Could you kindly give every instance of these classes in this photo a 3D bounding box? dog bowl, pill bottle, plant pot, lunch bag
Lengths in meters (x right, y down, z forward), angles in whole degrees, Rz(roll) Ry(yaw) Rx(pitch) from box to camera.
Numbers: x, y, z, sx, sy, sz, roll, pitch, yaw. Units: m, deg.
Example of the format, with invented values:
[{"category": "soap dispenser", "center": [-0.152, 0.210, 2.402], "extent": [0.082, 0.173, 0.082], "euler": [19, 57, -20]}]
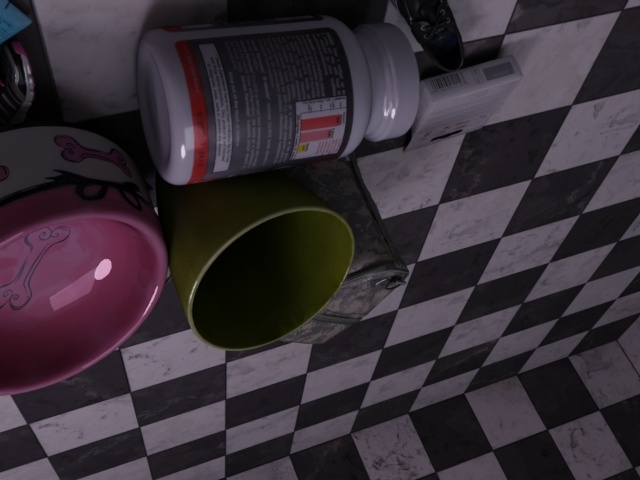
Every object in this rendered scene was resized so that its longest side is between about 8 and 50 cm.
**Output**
[{"category": "dog bowl", "center": [-0.391, 0.046, 1.069], "extent": [0.408, 0.150, 0.408], "euler": [-31, 149, -21]}, {"category": "pill bottle", "center": [-0.057, -0.205, 1.100], "extent": [0.363, 0.210, 0.210], "euler": [-11, 148, -22]}, {"category": "plant pot", "center": [-0.140, -0.029, 1.219], "extent": [0.275, 0.293, 0.274], "euler": [-23, 141, -21]}, {"category": "lunch bag", "center": [0.000, 0.000, 1.398], "extent": [0.256, 0.305, 0.213], "euler": [-34, 153, 22]}]

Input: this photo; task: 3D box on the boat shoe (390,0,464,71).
[{"category": "boat shoe", "center": [0.172, -0.333, 1.201], "extent": [0.080, 0.076, 0.228], "euler": [-30, 151, 8]}]

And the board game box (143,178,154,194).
[{"category": "board game box", "center": [-0.428, 0.039, 1.251], "extent": [0.346, 0.056, 0.208], "euler": [-54, 156, 19]}]

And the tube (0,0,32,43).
[{"category": "tube", "center": [-0.453, -0.226, 0.939], "extent": [0.207, 0.052, 0.080], "euler": [-33, 156, 8]}]

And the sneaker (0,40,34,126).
[{"category": "sneaker", "center": [-0.420, -0.187, 1.007], "extent": [0.075, 0.063, 0.170], "euler": [-9, 153, -37]}]

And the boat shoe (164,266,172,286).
[{"category": "boat shoe", "center": [-0.407, 0.090, 1.436], "extent": [0.324, 0.122, 0.120], "euler": [-43, 142, 14]}]

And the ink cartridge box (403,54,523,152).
[{"category": "ink cartridge box", "center": [0.249, -0.249, 1.448], "extent": [0.181, 0.056, 0.224], "euler": [-18, 169, -12]}]
